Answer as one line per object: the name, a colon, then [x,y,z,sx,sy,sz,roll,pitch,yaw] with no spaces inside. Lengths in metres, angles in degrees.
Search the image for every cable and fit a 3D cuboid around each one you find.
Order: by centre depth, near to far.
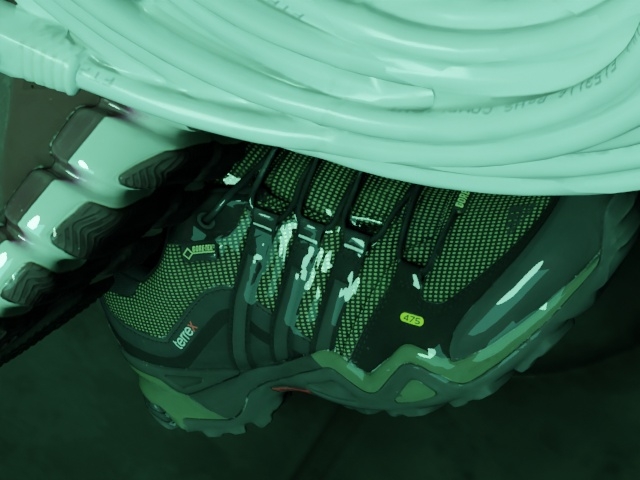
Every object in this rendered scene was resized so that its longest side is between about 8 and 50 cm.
cable: [0.019,-0.103,0.410,0.257,0.089,0.257,21,152,-4]

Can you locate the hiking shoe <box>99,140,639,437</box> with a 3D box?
hiking shoe: [0.000,0.000,0.663,0.227,0.086,0.114,-18,117,35]

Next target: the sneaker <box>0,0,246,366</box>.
sneaker: [-0.083,-0.090,0.601,0.162,0.106,0.281,45,98,6]
